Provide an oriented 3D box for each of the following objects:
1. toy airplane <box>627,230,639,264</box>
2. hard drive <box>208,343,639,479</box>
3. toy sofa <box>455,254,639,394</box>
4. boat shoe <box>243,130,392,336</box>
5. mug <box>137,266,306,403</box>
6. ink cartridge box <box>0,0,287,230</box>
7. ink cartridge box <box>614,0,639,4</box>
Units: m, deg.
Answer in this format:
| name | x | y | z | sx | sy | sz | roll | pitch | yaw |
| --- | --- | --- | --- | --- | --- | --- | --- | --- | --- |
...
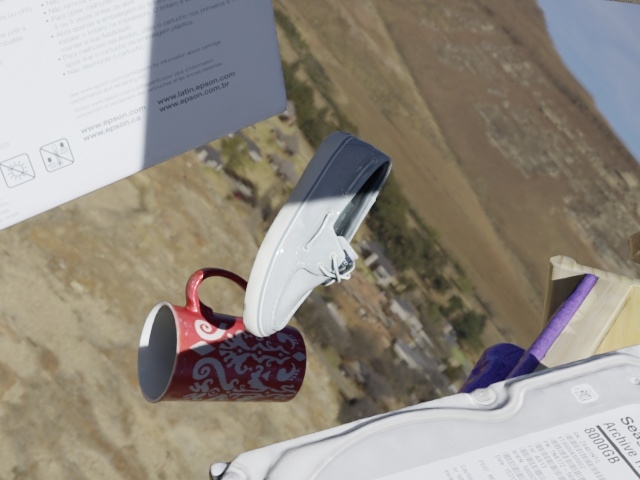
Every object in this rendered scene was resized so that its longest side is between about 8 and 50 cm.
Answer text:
| name | x | y | z | sx | sy | sz | roll | pitch | yaw |
| --- | --- | --- | --- | --- | --- | --- | --- | --- | --- |
| toy airplane | 0.564 | 0.022 | 1.050 | 0.386 | 0.384 | 0.273 | 7 | 90 | -69 |
| hard drive | 0.129 | 0.180 | 0.510 | 0.237 | 0.338 | 0.064 | -122 | -154 | -51 |
| toy sofa | 0.176 | 0.152 | 0.830 | 0.177 | 0.150 | 0.362 | 15 | 30 | 28 |
| boat shoe | 0.001 | 0.000 | 0.905 | 0.081 | 0.228 | 0.079 | 23 | -9 | 23 |
| mug | -0.102 | 0.121 | 1.030 | 0.169 | 0.150 | 0.113 | 11 | 32 | -31 |
| ink cartridge box | -0.190 | -0.174 | 0.556 | 0.071 | 0.324 | 0.330 | 40 | -32 | 46 |
| ink cartridge box | 0.141 | -0.307 | 0.752 | 0.223 | 0.129 | 0.307 | 18 | 5 | -43 |
